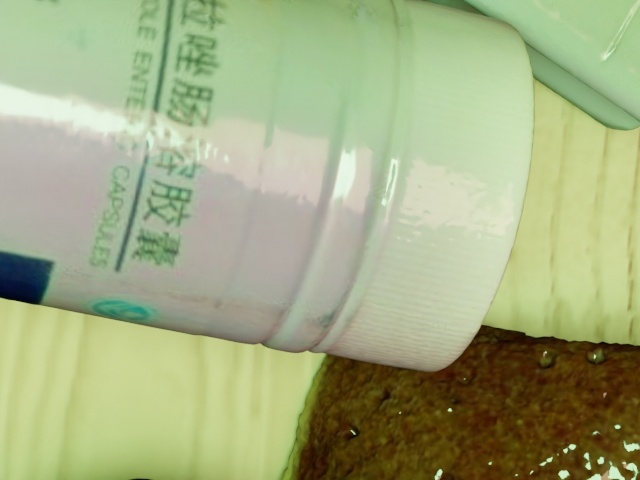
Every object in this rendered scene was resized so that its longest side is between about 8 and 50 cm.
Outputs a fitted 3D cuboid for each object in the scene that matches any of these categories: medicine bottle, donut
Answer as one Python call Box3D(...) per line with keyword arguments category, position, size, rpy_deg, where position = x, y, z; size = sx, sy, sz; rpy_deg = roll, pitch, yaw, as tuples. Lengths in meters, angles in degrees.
Box3D(category="medicine bottle", position=(-0.060, -0.042, 0.679), size=(0.254, 0.152, 0.152), rpy_deg=(11, 97, -13))
Box3D(category="donut", position=(0.132, 0.095, 0.778), size=(0.295, 0.151, 0.112), rpy_deg=(4, 89, -16))

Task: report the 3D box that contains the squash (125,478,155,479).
Box3D(category="squash", position=(-0.071, 0.207, 0.721), size=(0.218, 0.172, 0.218), rpy_deg=(-22, 121, -41))

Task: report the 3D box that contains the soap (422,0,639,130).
Box3D(category="soap", position=(0.079, -0.184, 0.732), size=(0.289, 0.095, 0.173), rpy_deg=(32, 89, -19))
